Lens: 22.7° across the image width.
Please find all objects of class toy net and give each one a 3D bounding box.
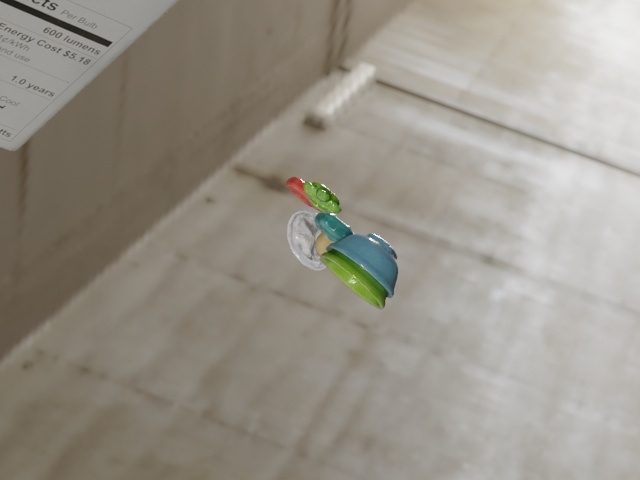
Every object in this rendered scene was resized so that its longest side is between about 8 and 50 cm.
[{"bbox_3d":[0.000,0.000,1.376,0.045,0.122,0.232,-51,10,-7],"label":"toy net"}]

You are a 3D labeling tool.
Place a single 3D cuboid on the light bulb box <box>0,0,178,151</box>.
[{"bbox_3d":[-0.266,-0.291,1.131,0.361,0.358,0.225,-36,49,34],"label":"light bulb box"}]
